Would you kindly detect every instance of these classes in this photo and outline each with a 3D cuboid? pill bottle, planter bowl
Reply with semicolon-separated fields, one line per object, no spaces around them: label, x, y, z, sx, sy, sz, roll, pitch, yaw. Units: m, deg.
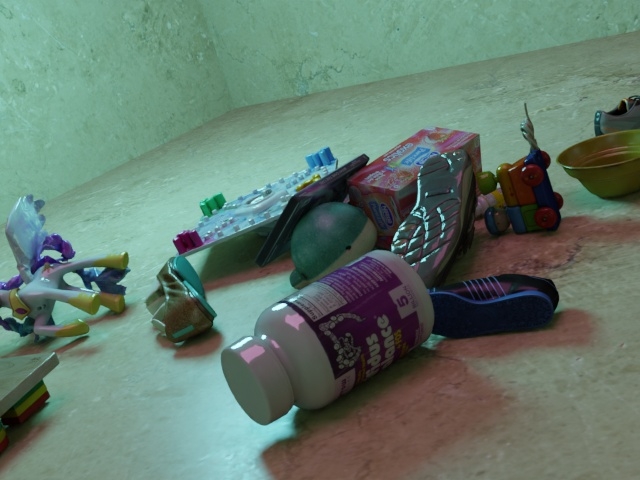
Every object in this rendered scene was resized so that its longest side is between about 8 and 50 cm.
pill bottle;0.010;0.146;1.286;0.301;0.169;0.169;-28;20;-28
planter bowl;0.588;-0.144;1.725;0.217;0.090;0.217;-17;18;6
pill bottle;0.356;-0.079;1.832;0.083;0.043;0.043;-23;18;-16

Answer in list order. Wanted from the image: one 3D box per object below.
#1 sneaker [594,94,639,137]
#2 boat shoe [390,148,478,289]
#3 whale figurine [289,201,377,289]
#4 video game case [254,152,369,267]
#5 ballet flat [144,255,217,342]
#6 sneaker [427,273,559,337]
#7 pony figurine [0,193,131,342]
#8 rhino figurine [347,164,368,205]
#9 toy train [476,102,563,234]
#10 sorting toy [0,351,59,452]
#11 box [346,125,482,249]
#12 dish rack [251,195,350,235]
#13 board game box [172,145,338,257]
sneaker;0.747;-0.288;1.982;0.271;0.108;0.100;-21;16;-13
boat shoe;0.235;-0.017;1.616;0.132;0.130;0.355;-7;43;36
whale figurine;0.000;0.000;1.751;0.216;0.141;0.272;-48;13;-10
video game case;-0.014;-0.066;1.795;0.274;0.026;0.196;-34;-19;-49
ballet flat;-0.298;0.126;1.784;0.124;0.116;0.342;-39;24;-3
sneaker;0.255;0.098;1.355;0.232;0.081;0.090;-2;20;23
pony figurine;-0.626;0.092;1.971;0.363;0.303;0.351;2;30;10
rhino figurine;0.131;-0.111;1.979;0.073;0.106;0.243;18;0;19
toy train;0.361;-0.130;1.653;0.143;0.248;0.105;-13;17;28
sorting toy;-0.623;0.311;1.531;0.257;0.089;0.255;-9;20;24
box;0.209;-0.115;1.857;0.142;0.154;0.300;16;38;40
dish rack;-0.023;-0.078;2.150;0.285;0.072;0.333;-30;21;-36
board game box;-0.150;-0.102;2.099;0.390;0.050;0.390;-22;15;9
